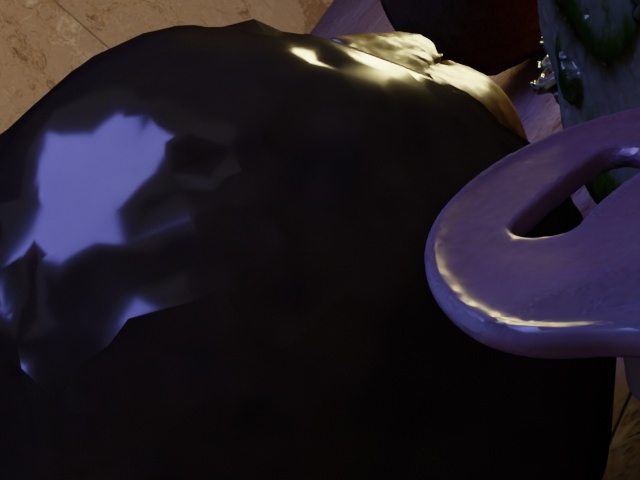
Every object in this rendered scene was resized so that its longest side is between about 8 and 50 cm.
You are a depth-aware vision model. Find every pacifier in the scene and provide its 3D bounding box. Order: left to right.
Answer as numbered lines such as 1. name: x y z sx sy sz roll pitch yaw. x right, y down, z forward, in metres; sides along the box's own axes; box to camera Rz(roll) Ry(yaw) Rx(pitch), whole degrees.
1. pacifier: 0.193 -0.024 0.678 0.332 0.273 0.220 10 70 41

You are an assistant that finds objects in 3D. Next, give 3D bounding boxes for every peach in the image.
1. peach: 0.172 -0.288 1.763 0.252 0.252 0.252 -47 11 12

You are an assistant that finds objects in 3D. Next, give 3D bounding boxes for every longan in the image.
1. longan: -0.038 0.070 0.926 0.391 0.391 0.391 -47 11 12

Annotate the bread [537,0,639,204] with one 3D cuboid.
1. bread: 0.210 -0.198 0.980 0.366 0.129 0.382 -110 16 -60

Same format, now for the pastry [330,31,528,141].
1. pastry: 0.000 0.000 1.244 0.356 0.356 0.164 -46 53 18

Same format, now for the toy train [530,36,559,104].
1. toy train: 0.245 -0.155 1.411 0.125 0.081 0.194 -32 14 25
